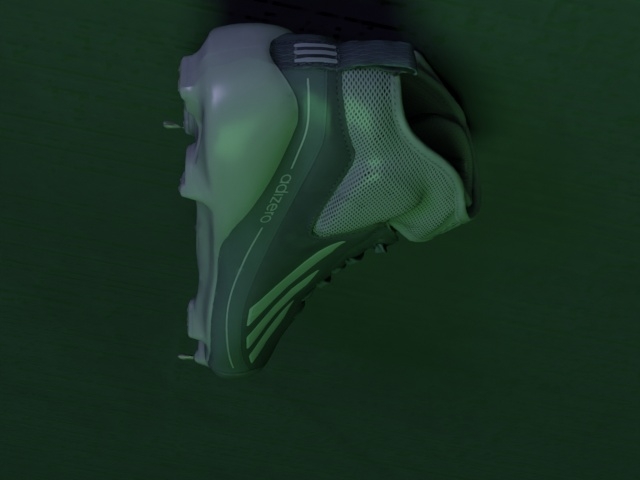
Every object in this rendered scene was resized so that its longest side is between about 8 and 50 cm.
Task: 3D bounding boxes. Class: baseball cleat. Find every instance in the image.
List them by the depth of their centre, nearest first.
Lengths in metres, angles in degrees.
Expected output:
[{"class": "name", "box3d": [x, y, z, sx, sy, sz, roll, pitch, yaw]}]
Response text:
[{"class": "baseball cleat", "box3d": [0.000, 0.000, 0.448, 0.109, 0.072, 0.206, 2, 154, -1]}]
